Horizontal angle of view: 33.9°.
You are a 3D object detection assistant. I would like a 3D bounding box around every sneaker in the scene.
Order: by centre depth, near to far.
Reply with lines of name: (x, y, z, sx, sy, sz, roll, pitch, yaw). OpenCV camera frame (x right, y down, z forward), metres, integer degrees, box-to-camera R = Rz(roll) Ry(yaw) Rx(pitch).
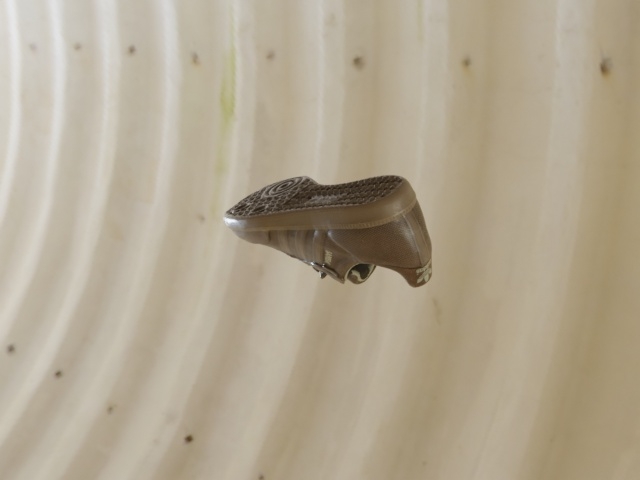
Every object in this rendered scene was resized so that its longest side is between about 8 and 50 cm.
sneaker: (0.000, 0.000, 0.712, 0.066, 0.071, 0.188, -34, -160, -29)
